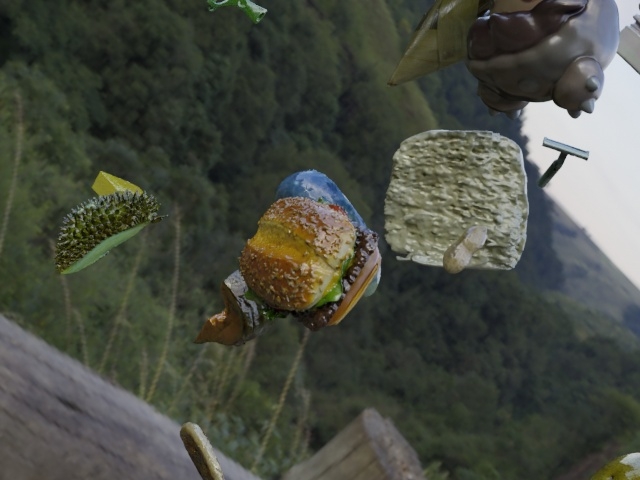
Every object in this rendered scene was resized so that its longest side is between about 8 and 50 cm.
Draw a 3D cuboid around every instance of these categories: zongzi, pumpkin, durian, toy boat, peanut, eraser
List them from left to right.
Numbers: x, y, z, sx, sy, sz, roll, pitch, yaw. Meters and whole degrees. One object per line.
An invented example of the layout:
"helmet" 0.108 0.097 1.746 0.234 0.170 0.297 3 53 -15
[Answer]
"durian" -0.398 -0.038 1.761 0.137 0.221 0.095 55 -12 44
"eraser" -0.402 -0.090 1.988 0.097 0.045 0.122 25 7 -36
"pumpkin" -0.169 0.170 2.113 0.126 0.248 0.131 42 49 13
"toy boat" 0.000 0.000 2.101 0.215 0.123 0.330 21 -34 42
"peanut" 0.198 0.011 1.322 0.037 0.083 0.037 45 -14 15
"zongzi" 0.310 -0.432 2.004 0.154 0.317 0.289 47 -24 -20

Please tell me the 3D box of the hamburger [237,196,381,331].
"hamburger" -0.019 0.020 0.962 0.087 0.137 0.166 33 -2 -29

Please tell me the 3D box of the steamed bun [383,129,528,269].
"steamed bun" 0.283 -0.108 1.932 0.290 0.272 0.273 15 24 9

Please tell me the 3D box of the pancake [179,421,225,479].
"pancake" -0.159 0.330 1.383 0.158 0.028 0.158 54 -20 30

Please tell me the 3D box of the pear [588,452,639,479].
"pear" 0.457 0.399 1.384 0.197 0.197 0.197 45 9 -9

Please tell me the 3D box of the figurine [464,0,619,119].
"figurine" 0.317 -0.366 1.411 0.203 0.380 0.248 -10 9 -34

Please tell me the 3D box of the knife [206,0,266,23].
"knife" -0.125 -0.379 1.565 0.022 0.078 0.166 49 11 18

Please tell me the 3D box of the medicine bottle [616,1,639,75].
"medicine bottle" 0.718 -0.442 1.889 0.170 0.293 0.170 39 19 -17

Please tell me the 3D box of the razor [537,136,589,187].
"razor" 0.428 -0.131 1.789 0.084 0.036 0.211 20 -15 6
